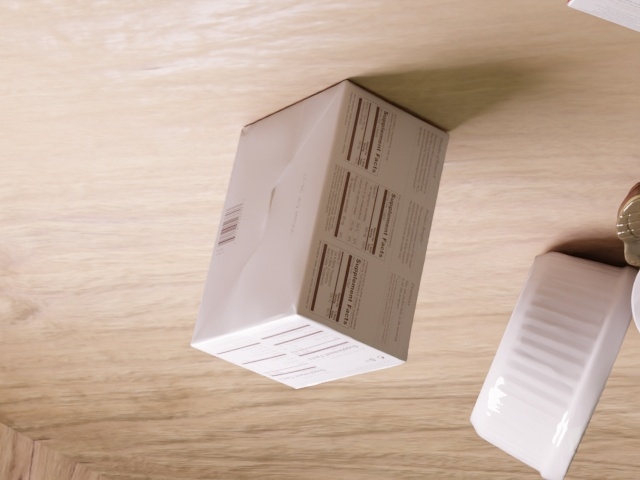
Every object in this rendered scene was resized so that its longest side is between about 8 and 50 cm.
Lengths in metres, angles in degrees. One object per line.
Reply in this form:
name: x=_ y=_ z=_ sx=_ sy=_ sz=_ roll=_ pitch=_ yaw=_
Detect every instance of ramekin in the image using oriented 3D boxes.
ramekin: x=0.271 y=0.138 z=2.165 sx=0.127 sy=0.273 sz=0.273 roll=22 pitch=159 yaw=7

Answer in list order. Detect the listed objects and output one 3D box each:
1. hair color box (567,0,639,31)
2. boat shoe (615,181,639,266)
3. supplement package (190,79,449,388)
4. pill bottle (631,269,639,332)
hair color box: x=0.281 y=-0.234 z=1.515 sx=0.093 sy=0.053 sz=0.167 roll=18 pitch=159 yaw=-13
boat shoe: x=0.347 y=-0.028 z=1.969 sx=0.064 sy=0.060 sz=0.178 roll=-1 pitch=158 yaw=10
supplement package: x=0.000 y=0.000 z=1.942 sx=0.145 sy=0.262 sz=0.204 roll=25 pitch=155 yaw=-29
pill bottle: x=0.453 y=0.090 z=2.013 sx=0.162 sy=0.162 sz=0.278 roll=-3 pitch=166 yaw=32
